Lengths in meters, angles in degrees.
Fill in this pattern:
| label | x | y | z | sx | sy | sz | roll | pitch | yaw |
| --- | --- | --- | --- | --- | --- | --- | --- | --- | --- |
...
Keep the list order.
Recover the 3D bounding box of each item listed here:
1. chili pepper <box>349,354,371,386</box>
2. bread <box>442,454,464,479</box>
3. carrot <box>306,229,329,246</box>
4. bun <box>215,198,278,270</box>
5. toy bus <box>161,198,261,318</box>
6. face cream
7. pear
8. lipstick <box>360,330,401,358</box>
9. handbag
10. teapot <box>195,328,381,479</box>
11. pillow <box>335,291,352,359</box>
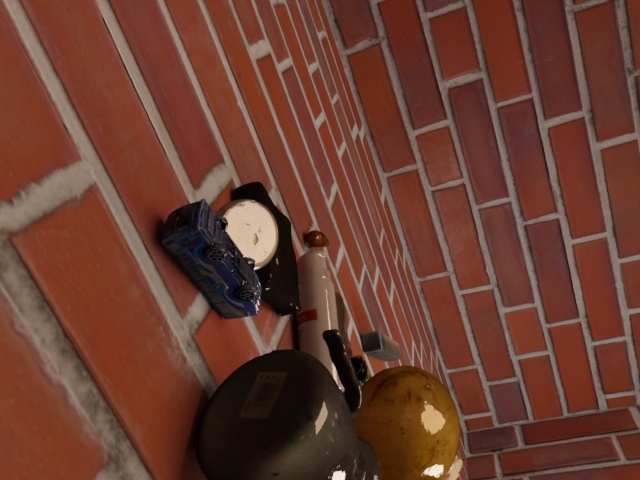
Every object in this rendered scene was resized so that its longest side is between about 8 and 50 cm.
| label | x | y | z | sx | sy | sz | roll | pitch | yaw |
| --- | --- | --- | --- | --- | --- | --- | --- | --- | --- |
| chili pepper | 0.116 | 0.386 | 1.650 | 0.059 | 0.088 | 0.227 | 53 | 1 | 26 |
| bread | 0.401 | 0.817 | 1.978 | 0.224 | 0.211 | 0.183 | -93 | 168 | -53 |
| carrot | 0.000 | 0.000 | 1.671 | 0.216 | 0.048 | 0.048 | 20 | 56 | -77 |
| bun | -0.153 | -0.008 | 1.060 | 0.138 | 0.094 | 0.138 | 3 | 86 | -43 |
| toy bus | -0.171 | 0.041 | 0.938 | 0.079 | 0.094 | 0.236 | -99 | 166 | -45 |
| face cream | -0.008 | 0.188 | 1.351 | 0.102 | 0.102 | 0.345 | 50 | 29 | -57 |
| pear | 0.212 | 0.485 | 1.479 | 0.314 | 0.315 | 0.314 | -15 | 90 | -74 |
| lipstick | 0.219 | 0.379 | 2.023 | 0.317 | 0.066 | 0.068 | 41 | 37 | -64 |
| handbag | -0.101 | 0.020 | 1.224 | 0.223 | 0.080 | 0.246 | 46 | 33 | -61 |
| teapot | -0.030 | 0.311 | 0.908 | 0.285 | 0.224 | 0.305 | 57 | 12 | -30 |
| pillow | 0.056 | 0.249 | 1.644 | 0.135 | 0.034 | 0.211 | 29 | 49 | -71 |
